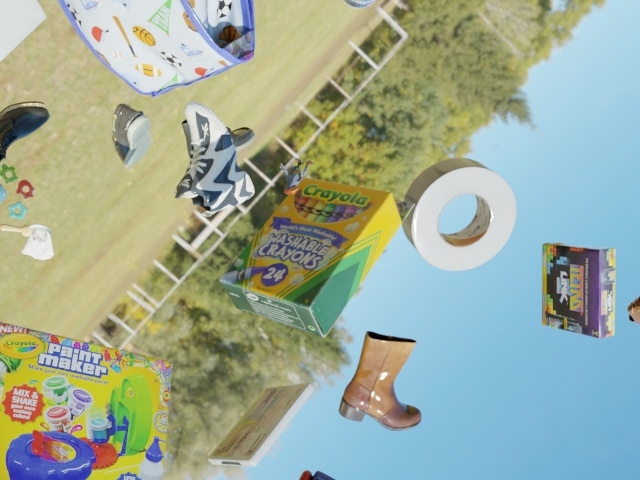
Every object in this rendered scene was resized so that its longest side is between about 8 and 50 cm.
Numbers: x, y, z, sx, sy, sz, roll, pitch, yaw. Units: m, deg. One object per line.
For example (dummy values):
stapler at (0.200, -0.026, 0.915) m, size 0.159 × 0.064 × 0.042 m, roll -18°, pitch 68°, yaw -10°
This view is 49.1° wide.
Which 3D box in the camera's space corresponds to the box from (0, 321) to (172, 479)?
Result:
box at (-0.409, 0.315, 1.092) m, size 0.177 × 0.290 × 0.279 m, roll -40°, pitch -138°, yaw 41°

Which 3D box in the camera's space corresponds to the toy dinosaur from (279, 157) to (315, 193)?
toy dinosaur at (-0.040, -0.107, 1.233) m, size 0.090 × 0.047 × 0.082 m, roll 71°, pitch 40°, yaw -62°

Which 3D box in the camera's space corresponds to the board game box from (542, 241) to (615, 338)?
board game box at (0.499, 0.093, 1.362) m, size 0.048 × 0.170 × 0.141 m, roll -5°, pitch -173°, yaw -29°

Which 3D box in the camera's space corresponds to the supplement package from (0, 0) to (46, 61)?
supplement package at (-0.488, -0.316, 0.834) m, size 0.149 × 0.203 × 0.194 m, roll -58°, pitch 151°, yaw -27°

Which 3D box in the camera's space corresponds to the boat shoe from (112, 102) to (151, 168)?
boat shoe at (-0.436, -0.239, 1.599) m, size 0.081 × 0.068 × 0.228 m, roll -50°, pitch -179°, yaw -26°

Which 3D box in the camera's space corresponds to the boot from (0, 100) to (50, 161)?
boot at (-0.636, -0.206, 1.431) m, size 0.198 × 0.077 × 0.137 m, roll -30°, pitch -135°, yaw -17°

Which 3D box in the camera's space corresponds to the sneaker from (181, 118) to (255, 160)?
sneaker at (-0.261, -0.286, 1.828) m, size 0.083 × 0.118 × 0.222 m, roll 3°, pitch -154°, yaw 38°

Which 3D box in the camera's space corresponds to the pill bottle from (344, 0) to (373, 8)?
pill bottle at (0.096, -0.604, 1.634) m, size 0.108 × 0.108 × 0.180 m, roll -48°, pitch -174°, yaw 1°

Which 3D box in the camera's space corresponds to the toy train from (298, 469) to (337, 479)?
toy train at (-0.044, 0.592, 1.403) m, size 0.248 × 0.105 × 0.143 m, roll -63°, pitch 177°, yaw 29°

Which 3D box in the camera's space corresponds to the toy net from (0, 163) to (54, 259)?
toy net at (-0.693, -0.061, 1.633) m, size 0.122 × 0.232 × 0.045 m, roll -39°, pitch -160°, yaw -10°

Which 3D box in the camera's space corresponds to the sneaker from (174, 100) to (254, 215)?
sneaker at (-0.253, -0.156, 1.448) m, size 0.153 × 0.235 × 0.094 m, roll -37°, pitch -152°, yaw -26°

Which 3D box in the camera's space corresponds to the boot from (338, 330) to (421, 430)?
boot at (0.209, 0.394, 1.998) m, size 0.096 × 0.264 × 0.281 m, roll -97°, pitch -155°, yaw -68°

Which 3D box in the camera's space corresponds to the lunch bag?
lunch bag at (-0.322, -0.487, 1.356) m, size 0.327 × 0.386 × 0.239 m, roll -6°, pitch -152°, yaw 41°

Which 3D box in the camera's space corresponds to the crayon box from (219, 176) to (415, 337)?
crayon box at (0.000, 0.000, 1.236) m, size 0.203 × 0.083 × 0.323 m, roll 13°, pitch -128°, yaw 36°

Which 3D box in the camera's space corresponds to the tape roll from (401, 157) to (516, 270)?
tape roll at (0.275, -0.052, 1.399) m, size 0.219 × 0.219 × 0.072 m, roll -47°, pitch -156°, yaw 9°

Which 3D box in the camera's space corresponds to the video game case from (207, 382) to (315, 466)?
video game case at (-0.127, 0.391, 1.492) m, size 0.193 × 0.023 × 0.212 m, roll -22°, pitch -159°, yaw 53°

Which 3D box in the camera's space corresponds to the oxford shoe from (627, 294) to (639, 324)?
oxford shoe at (0.816, 0.168, 1.761) m, size 0.212 × 0.076 × 0.076 m, roll 62°, pitch 31°, yaw -58°
